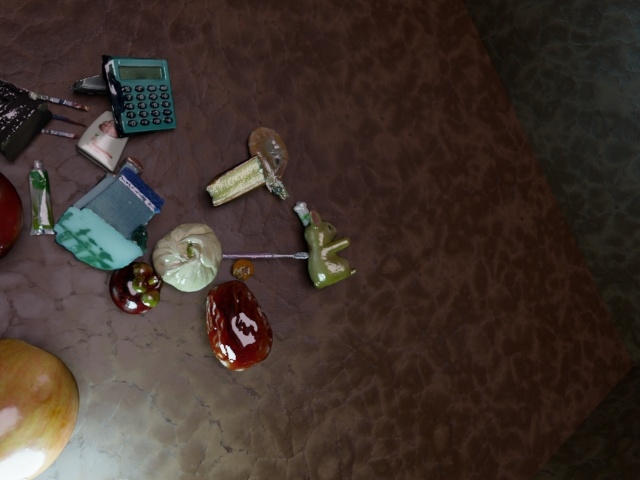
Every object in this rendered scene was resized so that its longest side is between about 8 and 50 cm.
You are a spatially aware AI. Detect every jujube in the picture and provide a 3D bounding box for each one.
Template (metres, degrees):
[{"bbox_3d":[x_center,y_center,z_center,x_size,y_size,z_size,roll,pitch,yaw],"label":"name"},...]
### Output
[{"bbox_3d":[-0.299,0.307,1.846,0.223,0.223,0.318,-17,82,-27],"label":"jujube"}]

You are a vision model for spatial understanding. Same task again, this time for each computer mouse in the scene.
[{"bbox_3d":[-0.764,-0.550,1.793,0.231,0.126,0.071,-28,116,-31],"label":"computer mouse"}]

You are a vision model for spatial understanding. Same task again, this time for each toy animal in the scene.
[{"bbox_3d":[0.018,0.005,2.048,0.180,0.181,0.363,-8,86,-24],"label":"toy animal"}]

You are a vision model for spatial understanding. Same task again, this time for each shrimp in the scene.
[{"bbox_3d":[-0.186,-0.313,2.057,0.168,0.077,0.317,-23,90,-29],"label":"shrimp"}]

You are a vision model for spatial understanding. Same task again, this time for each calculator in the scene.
[{"bbox_3d":[-0.633,-0.510,1.800,0.248,0.058,0.274,-21,111,-47],"label":"calculator"}]

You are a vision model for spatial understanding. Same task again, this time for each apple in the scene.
[{"bbox_3d":[-0.887,0.469,1.438,0.391,0.391,0.347,38,61,-16],"label":"apple"}]

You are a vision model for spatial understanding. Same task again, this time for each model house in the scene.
[{"bbox_3d":[-0.668,-0.105,1.697,0.251,0.294,0.329,40,46,-23],"label":"model house"}]

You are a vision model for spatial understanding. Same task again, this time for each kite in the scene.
[{"bbox_3d":[-0.984,-0.440,1.720,0.360,0.022,0.204,6,81,-24],"label":"kite"}]

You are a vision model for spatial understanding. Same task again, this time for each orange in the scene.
[{"bbox_3d":[-0.294,0.110,1.948,0.086,0.062,0.086,6,78,-27],"label":"orange"}]

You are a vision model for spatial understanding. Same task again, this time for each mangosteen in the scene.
[{"bbox_3d":[-0.611,0.156,1.715,0.199,0.200,0.200,4,81,-25],"label":"mangosteen"}]

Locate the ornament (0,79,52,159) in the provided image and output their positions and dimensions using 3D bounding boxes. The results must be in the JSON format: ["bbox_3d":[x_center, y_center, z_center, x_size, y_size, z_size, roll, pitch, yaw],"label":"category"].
[{"bbox_3d":[-1.052,-0.419,1.637,0.260,0.106,0.251,35,66,-4],"label":"ornament"}]

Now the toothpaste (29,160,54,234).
[{"bbox_3d":[-0.930,-0.142,1.690,0.078,0.047,0.248,-5,87,-22],"label":"toothpaste"}]

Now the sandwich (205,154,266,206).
[{"bbox_3d":[-0.330,-0.221,1.945,0.235,0.128,0.122,-30,99,-19],"label":"sandwich"}]

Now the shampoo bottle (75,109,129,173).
[{"bbox_3d":[-0.724,-0.394,1.809,0.153,0.071,0.284,36,70,-19],"label":"shampoo bottle"}]

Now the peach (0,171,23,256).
[{"bbox_3d":[-1.072,-0.116,1.459,0.405,0.335,0.310,19,49,-18],"label":"peach"}]

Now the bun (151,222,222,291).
[{"bbox_3d":[-0.467,0.059,1.819,0.259,0.160,0.259,3,82,-27],"label":"bun"}]

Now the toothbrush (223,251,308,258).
[{"bbox_3d":[-0.220,0.057,1.954,0.353,0.029,0.024,0,70,-9],"label":"toothbrush"}]
